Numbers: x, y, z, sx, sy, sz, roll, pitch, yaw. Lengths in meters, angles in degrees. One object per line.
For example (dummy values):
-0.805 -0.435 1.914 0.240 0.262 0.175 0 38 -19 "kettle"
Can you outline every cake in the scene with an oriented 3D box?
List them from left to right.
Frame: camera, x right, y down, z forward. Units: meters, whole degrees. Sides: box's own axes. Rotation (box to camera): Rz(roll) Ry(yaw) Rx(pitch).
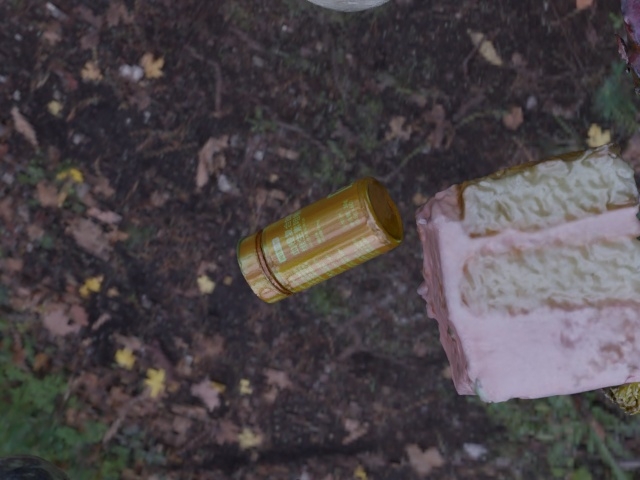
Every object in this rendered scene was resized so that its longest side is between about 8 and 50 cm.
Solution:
0.283 0.052 1.544 0.293 0.314 0.306 -13 89 1 "cake"

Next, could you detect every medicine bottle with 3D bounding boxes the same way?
0.000 0.000 1.405 0.192 0.096 0.096 -25 121 23 "medicine bottle"

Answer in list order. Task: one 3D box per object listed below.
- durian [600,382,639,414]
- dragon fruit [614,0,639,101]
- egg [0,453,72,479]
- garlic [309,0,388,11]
0.649 0.220 1.846 0.195 0.305 0.185 55 159 18 "durian"
0.527 -0.269 1.408 0.296 0.314 0.263 -4 157 24 "dragon fruit"
-0.214 0.235 0.773 0.141 0.181 0.141 -2 151 -1 "egg"
0.062 -0.367 1.538 0.101 0.196 0.087 50 167 18 "garlic"
